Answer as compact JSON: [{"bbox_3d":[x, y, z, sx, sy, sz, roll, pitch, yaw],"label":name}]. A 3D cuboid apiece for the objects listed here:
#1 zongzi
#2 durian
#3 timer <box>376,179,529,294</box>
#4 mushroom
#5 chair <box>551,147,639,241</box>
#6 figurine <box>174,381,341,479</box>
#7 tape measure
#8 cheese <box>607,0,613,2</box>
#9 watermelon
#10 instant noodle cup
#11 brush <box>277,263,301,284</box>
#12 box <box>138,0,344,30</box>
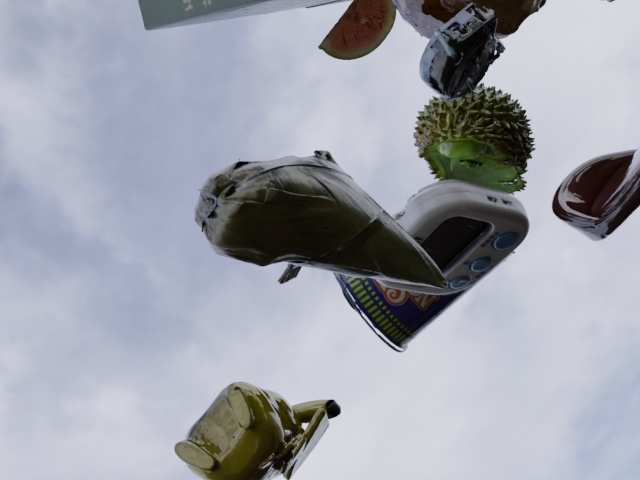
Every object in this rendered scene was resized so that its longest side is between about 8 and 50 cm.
[{"bbox_3d":[0.000,0.000,1.037,0.250,0.274,0.125,-15,-41,-48],"label":"zongzi"},{"bbox_3d":[0.280,-0.182,1.492,0.237,0.200,0.177,37,-119,-36],"label":"durian"},{"bbox_3d":[0.222,-0.004,1.455,0.237,0.087,0.262,12,-41,-28],"label":"timer"},{"bbox_3d":[0.179,-0.366,1.017,0.302,0.207,0.233,-62,-33,-65],"label":"mushroom"},{"bbox_3d":[0.586,-0.014,1.310,0.226,0.401,0.226,-52,-6,-8],"label":"chair"},{"bbox_3d":[-0.096,0.320,1.365,0.218,0.169,0.327,-45,-13,1],"label":"figurine"},{"bbox_3d":[0.148,-0.194,0.865,0.094,0.054,0.091,-47,-24,1],"label":"tape measure"},{"bbox_3d":[0.376,-0.439,0.941,0.173,0.248,0.251,30,-41,-15],"label":"cheese"},{"bbox_3d":[0.072,-0.378,1.417,0.087,0.069,0.163,33,-69,-23],"label":"watermelon"},{"bbox_3d":[0.218,0.033,1.705,0.312,0.284,0.284,-36,-36,15],"label":"instant noodle cup"},{"bbox_3d":[-0.018,0.005,1.275,0.043,0.014,0.170,-27,-25,-52],"label":"brush"},{"bbox_3d":[-0.007,-0.198,0.633,0.235,0.132,0.034,-25,-71,-45],"label":"box"}]
